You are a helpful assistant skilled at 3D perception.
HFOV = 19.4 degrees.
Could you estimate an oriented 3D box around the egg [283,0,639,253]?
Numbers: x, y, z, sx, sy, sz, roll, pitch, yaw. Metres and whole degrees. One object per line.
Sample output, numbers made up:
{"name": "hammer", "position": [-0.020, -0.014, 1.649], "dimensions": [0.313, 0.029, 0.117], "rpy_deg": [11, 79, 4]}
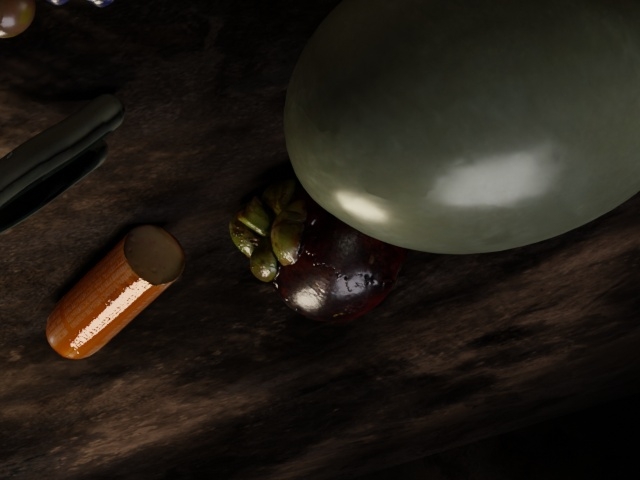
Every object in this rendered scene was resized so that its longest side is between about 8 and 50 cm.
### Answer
{"name": "egg", "position": [0.142, -0.120, 1.524], "dimensions": [0.352, 0.258, 0.258], "rpy_deg": [-11, 160, -16]}

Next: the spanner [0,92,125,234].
{"name": "spanner", "position": [-0.280, -0.019, 1.515], "dimensions": [0.325, 0.040, 0.095], "rpy_deg": [-39, 167, -36]}

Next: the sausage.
{"name": "sausage", "position": [-0.227, 0.064, 1.967], "dimensions": [0.071, 0.071, 0.234], "rpy_deg": [-5, 157, -37]}

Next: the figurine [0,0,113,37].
{"name": "figurine", "position": [-0.233, -0.179, 1.183], "dimensions": [0.274, 0.133, 0.194], "rpy_deg": [-4, -165, -34]}

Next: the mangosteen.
{"name": "mangosteen", "position": [0.000, 0.000, 1.901], "dimensions": [0.180, 0.166, 0.166], "rpy_deg": [14, 150, -17]}
